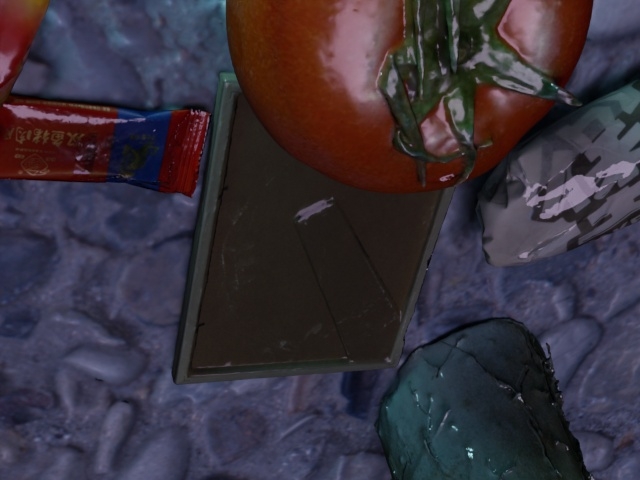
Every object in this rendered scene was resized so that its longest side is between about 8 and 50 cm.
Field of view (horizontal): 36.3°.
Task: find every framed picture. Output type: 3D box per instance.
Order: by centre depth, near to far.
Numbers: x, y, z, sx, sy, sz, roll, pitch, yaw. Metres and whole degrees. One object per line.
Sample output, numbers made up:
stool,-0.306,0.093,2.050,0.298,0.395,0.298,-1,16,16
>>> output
framed picture,0.000,0.000,0.920,0.247,0.022,0.335,-1,127,-21

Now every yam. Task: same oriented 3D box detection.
yam,0.205,0.293,1.050,0.241,0.348,0.241,-11,141,-9

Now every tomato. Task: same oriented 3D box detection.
tomato,0.059,-0.160,0.682,0.255,0.224,0.256,-10,125,-14

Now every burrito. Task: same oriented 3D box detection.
burrito,0.349,-0.102,0.927,0.445,0.101,0.139,-23,126,-1

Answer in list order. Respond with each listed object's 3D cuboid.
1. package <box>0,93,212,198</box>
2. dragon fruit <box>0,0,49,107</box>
package,-0.191,-0.078,0.784,0.200,0.022,0.083,4,125,-22
dragon fruit,-0.315,-0.163,0.438,0.371,0.249,0.386,-36,96,-5
